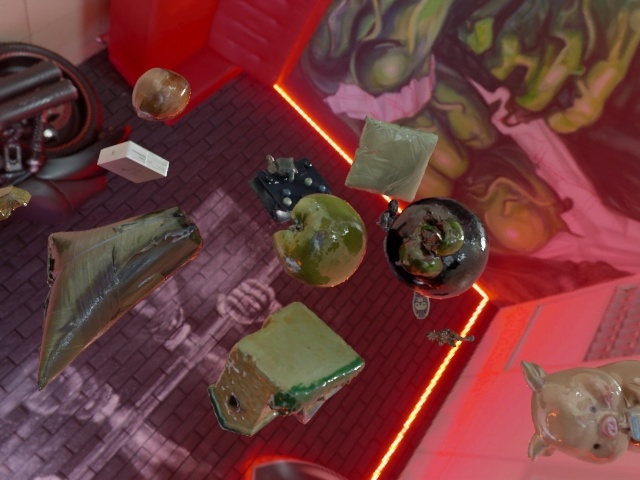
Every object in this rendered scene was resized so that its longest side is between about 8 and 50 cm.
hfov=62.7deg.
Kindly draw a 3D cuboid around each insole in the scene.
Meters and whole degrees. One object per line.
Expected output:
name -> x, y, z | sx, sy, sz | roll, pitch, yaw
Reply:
insole -> 0.391, 0.218, 2.055 | 0.065, 0.197, 0.004 | -2, -162, 13

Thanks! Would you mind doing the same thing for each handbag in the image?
handbag -> -0.128, -0.245, 2.251 | 0.326, 0.269, 0.118 | -27, 168, -45

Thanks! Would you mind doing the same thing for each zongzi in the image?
zongzi -> -0.483, 0.126, 1.284 | 0.403, 0.208, 0.432 | -16, -132, 6

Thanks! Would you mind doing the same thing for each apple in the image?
apple -> 0.004, 0.018, 1.654 | 0.295, 0.233, 0.258 | -43, 143, 14

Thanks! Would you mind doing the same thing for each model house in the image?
model house -> -0.130, 0.453, 1.679 | 0.382, 0.335, 0.342 | -17, 141, -54

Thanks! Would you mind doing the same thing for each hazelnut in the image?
hazelnut -> -0.567, -0.507, 1.853 | 0.214, 0.176, 0.214 | -28, -149, 18

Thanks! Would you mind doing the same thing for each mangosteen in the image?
mangosteen -> 0.325, 0.011, 1.538 | 0.306, 0.306, 0.359 | -44, 144, 18

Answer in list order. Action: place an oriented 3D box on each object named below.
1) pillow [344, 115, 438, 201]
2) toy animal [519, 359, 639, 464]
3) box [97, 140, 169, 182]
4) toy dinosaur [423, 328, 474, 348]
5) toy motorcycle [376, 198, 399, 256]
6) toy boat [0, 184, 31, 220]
pillow -> 0.255, -0.294, 1.923 | 0.076, 0.274, 0.280 | -88, -167, -60
toy animal -> 0.532, 0.324, 0.976 | 0.213, 0.256, 0.195 | 171, -80, -66
box -> -0.508, -0.211, 1.430 | 0.129, 0.130, 0.051 | -6, -112, 34
toy dinosaur -> 0.390, 0.294, 1.589 | 0.055, 0.154, 0.049 | -93, -172, -80
toy motorcycle -> 0.251, -0.040, 1.914 | 0.122, 0.082, 0.213 | 120, -25, -72
toy boat -> -0.857, -0.084, 1.376 | 0.206, 0.072, 0.064 | -17, -138, 8
